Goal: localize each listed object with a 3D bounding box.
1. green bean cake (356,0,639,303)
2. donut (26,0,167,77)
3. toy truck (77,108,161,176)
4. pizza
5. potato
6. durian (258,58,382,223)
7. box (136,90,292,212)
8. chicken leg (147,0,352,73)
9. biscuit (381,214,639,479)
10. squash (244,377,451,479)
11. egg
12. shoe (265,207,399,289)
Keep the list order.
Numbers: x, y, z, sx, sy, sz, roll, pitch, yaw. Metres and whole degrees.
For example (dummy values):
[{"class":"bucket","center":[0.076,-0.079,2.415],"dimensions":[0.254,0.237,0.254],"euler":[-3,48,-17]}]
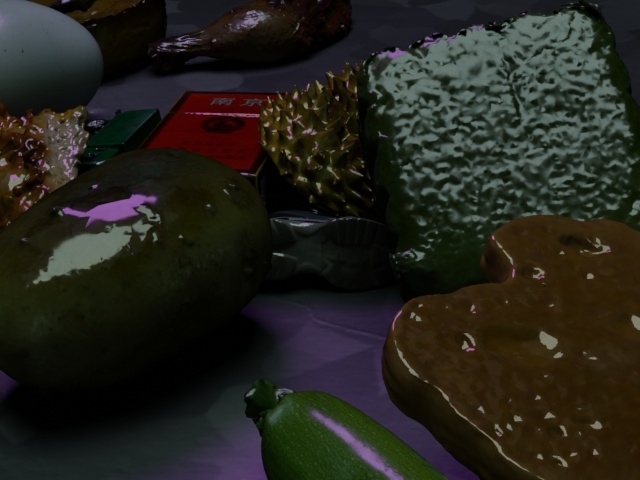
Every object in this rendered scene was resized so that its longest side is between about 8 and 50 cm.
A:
[{"class":"green bean cake","center":[0.169,-0.062,1.336],"dimensions":[0.246,0.156,0.250],"euler":[-14,71,2]},{"class":"donut","center":[-0.333,-0.291,2.035],"dimensions":[0.272,0.107,0.272],"euler":[-8,26,4]},{"class":"toy truck","center":[-0.235,-0.090,1.652],"dimensions":[0.079,0.065,0.147],"euler":[-1,26,21]},{"class":"pizza","center":[-0.319,-0.056,1.522],"dimensions":[0.182,0.074,0.365],"euler":[-29,34,17]},{"class":"potato","center":[-0.171,0.025,1.296],"dimensions":[0.210,0.173,0.307],"euler":[19,36,34]},{"class":"durian","center":[0.039,-0.114,1.562],"dimensions":[0.138,0.183,0.250],"euler":[-40,21,25]},{"class":"box","center":[-0.110,-0.094,1.636],"dimensions":[0.153,0.074,0.240],"euler":[-1,25,14]},{"class":"chicken leg","center":[-0.084,-0.296,2.041],"dimensions":[0.177,0.083,0.322],"euler":[5,25,36]},{"class":"biscuit","center":[0.227,0.106,1.104],"dimensions":[0.351,0.057,0.312],"euler":[21,42,8]},{"class":"squash","center":[0.053,0.194,1.010],"dimensions":[0.101,0.101,0.378],"euler":[-20,35,-28]},{"class":"egg","center":[-0.386,-0.199,1.760],"dimensions":[0.264,0.183,0.183],"euler":[-8,26,-25]},{"class":"shoe","center":[0.000,0.000,1.444],"dimensions":[0.169,0.071,0.099],"euler":[2,15,3]}]
